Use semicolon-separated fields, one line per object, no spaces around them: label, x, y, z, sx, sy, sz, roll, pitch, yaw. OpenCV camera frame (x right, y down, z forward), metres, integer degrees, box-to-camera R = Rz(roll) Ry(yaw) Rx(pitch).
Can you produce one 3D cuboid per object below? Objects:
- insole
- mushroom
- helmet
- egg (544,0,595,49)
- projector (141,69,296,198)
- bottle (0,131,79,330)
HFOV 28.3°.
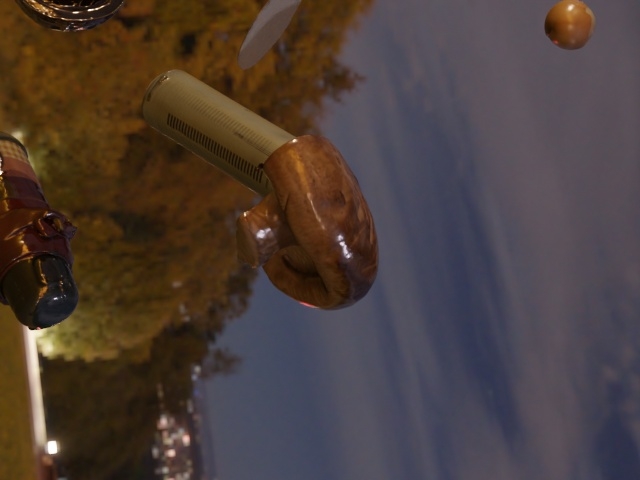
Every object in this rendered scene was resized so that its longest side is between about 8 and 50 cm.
insole;-0.037;-0.276;1.439;0.004;0.197;0.065;43;17;23
mushroom;0.000;0.000;1.465;0.151;0.156;0.286;50;-19;20
helmet;-0.316;-0.326;1.565;0.107;0.153;0.177;139;-54;-63
egg;0.351;-0.304;1.789;0.083;0.071;0.071;-40;126;-73
projector;-0.131;-0.154;1.948;0.337;0.108;0.108;33;-40;34
bottle;-0.386;-0.011;1.619;0.271;0.143;0.156;56;-44;29
